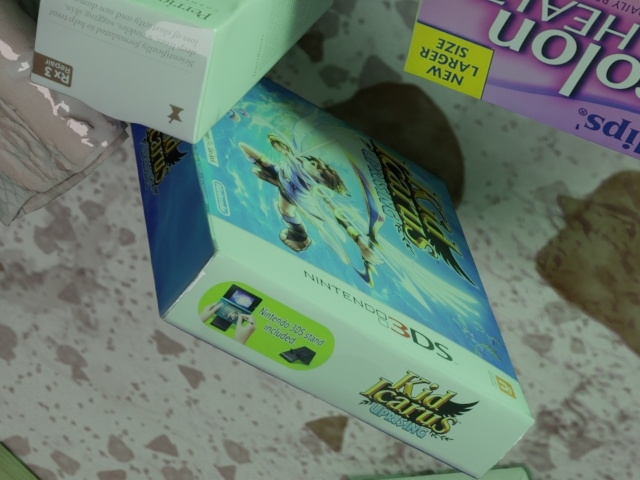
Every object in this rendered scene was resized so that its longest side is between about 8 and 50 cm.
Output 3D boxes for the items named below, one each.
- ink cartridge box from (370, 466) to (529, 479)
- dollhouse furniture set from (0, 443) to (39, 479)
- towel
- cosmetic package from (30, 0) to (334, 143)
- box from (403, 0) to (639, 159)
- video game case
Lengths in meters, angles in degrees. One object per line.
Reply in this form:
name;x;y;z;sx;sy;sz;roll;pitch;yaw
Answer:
ink cartridge box;0.080;0.314;1.489;0.171;0.232;0.168;-8;121;30
dollhouse furniture set;-0.342;0.316;1.693;0.212;0.242;0.161;45;130;-10
towel;-0.291;-0.153;1.355;0.332;0.053;0.317;45;160;-7
cosmetic package;-0.075;-0.159;1.219;0.117;0.231;0.085;20;123;11
box;0.185;-0.185;1.143;0.213;0.117;0.243;22;134;10
video game case;0.000;0.000;1.228;0.244;0.269;0.061;30;115;-28
